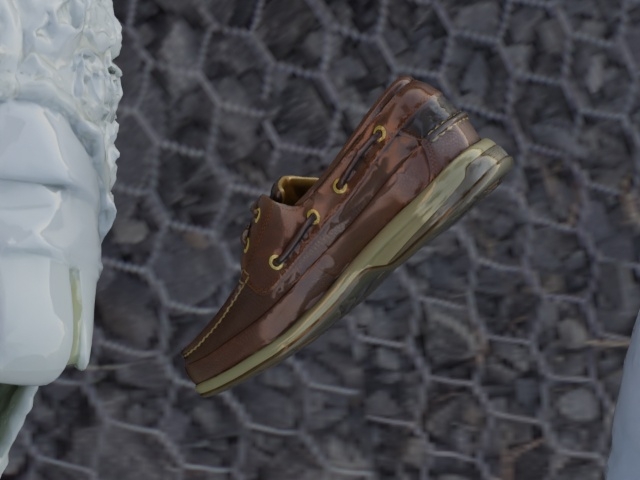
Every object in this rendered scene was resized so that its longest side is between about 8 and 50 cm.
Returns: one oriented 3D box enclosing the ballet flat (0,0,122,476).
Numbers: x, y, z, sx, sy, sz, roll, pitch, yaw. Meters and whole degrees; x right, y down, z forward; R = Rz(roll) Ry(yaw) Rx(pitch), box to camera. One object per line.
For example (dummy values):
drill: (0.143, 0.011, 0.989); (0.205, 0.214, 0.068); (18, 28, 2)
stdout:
ballet flat: (-0.154, 0.067, 0.775); (0.147, 0.147, 0.409); (19, 97, -15)

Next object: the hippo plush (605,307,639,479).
hippo plush: (0.063, 0.116, 0.544); (0.236, 0.294, 0.234); (-10, 68, 12)

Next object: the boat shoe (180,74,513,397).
boat shoe: (0.000, 0.000, 0.805); (0.060, 0.178, 0.064); (51, 32, 4)
